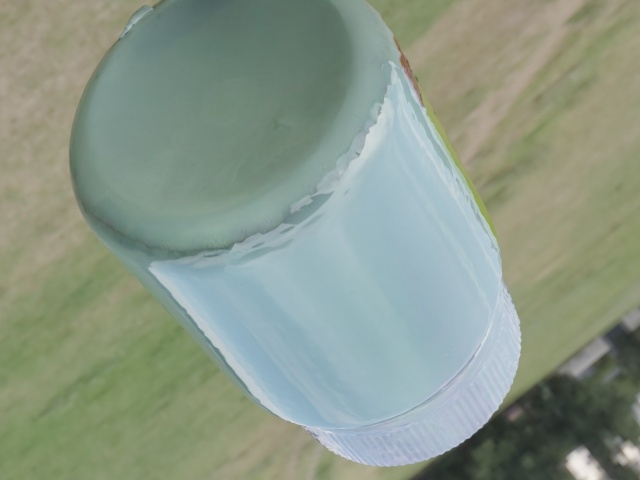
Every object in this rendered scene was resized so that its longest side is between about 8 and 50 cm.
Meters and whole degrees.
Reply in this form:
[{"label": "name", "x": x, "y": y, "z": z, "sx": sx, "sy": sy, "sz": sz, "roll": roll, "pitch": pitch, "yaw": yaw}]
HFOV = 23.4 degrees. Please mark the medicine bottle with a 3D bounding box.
[{"label": "medicine bottle", "x": 0.000, "y": 0.000, "z": 0.662, "sx": 0.139, "sy": 0.139, "sz": 0.225, "roll": -38, "pitch": 142, "yaw": -2}]
